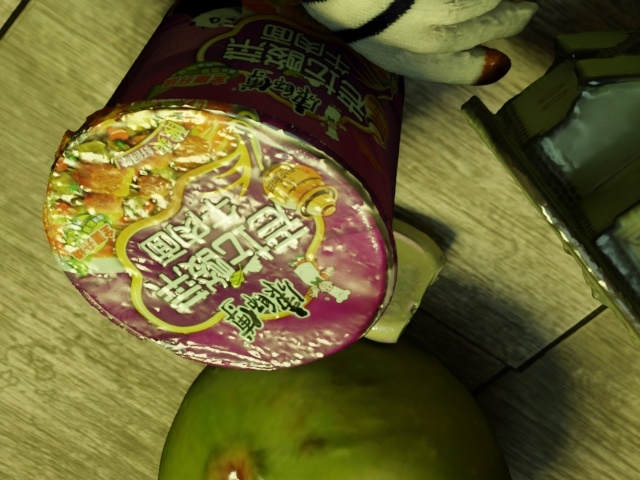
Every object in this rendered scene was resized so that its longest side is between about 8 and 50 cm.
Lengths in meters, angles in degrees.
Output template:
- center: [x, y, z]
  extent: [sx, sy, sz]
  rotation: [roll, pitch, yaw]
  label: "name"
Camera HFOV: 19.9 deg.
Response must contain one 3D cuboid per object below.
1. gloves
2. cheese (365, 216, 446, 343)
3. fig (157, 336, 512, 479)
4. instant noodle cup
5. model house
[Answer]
- center: [0.052, -0.177, 1.208]
  extent: [0.140, 0.131, 0.219]
  rotation: [-23, 115, 35]
  label: "gloves"
- center: [0.000, 0.000, 1.435]
  extent: [0.192, 0.097, 0.037]
  rotation: [31, 166, 2]
  label: "cheese"
- center: [0.028, 0.222, 1.512]
  extent: [0.316, 0.316, 0.316]
  rotation: [8, 135, 8]
  label: "fig"
- center: [-0.051, -0.060, 1.302]
  extent: [0.251, 0.190, 0.251]
  rotation: [8, 135, 8]
  label: "instant noodle cup"
- center: [0.270, -0.070, 1.196]
  extent: [0.278, 0.205, 0.218]
  rotation: [-36, 110, 7]
  label: "model house"
